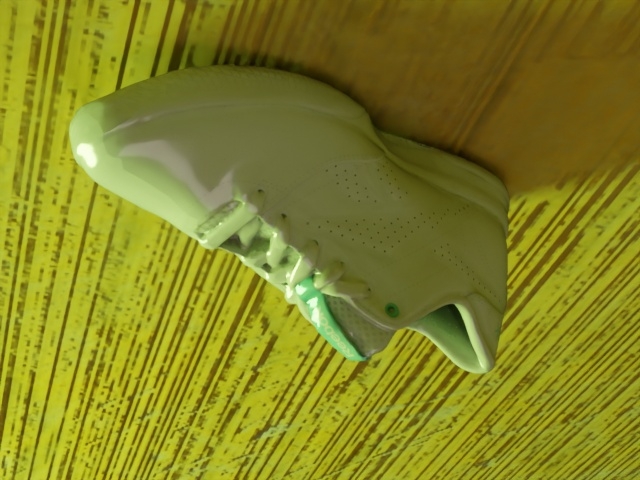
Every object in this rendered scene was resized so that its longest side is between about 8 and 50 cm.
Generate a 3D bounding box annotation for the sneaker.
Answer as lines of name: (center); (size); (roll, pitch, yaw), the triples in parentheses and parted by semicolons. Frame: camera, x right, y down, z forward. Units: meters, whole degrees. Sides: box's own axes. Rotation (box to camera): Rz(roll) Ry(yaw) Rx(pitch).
sneaker: (0.000, 0.000, 0.675); (0.212, 0.094, 0.080); (16, 150, -37)
